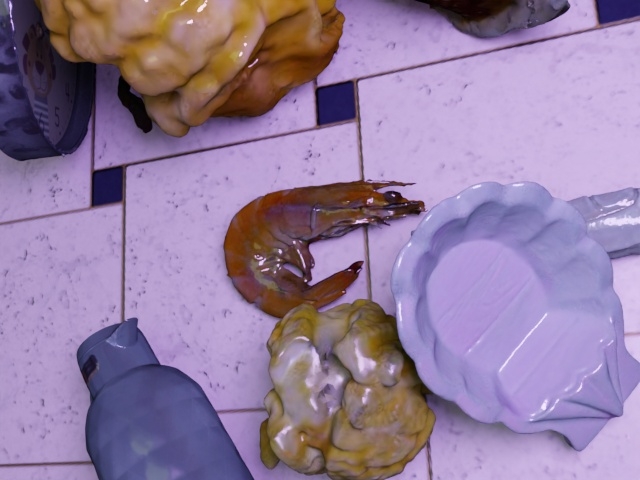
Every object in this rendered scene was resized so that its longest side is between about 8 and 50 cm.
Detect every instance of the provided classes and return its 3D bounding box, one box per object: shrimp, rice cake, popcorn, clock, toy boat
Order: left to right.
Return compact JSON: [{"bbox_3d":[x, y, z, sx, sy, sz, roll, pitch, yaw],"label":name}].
[{"bbox_3d":[-0.342,-0.250,0.893,0.061,0.312,0.313,-1,77,-1],"label":"clock"},{"bbox_3d":[-0.160,-0.272,0.836,0.381,0.348,0.349,-36,62,52],"label":"popcorn"},{"bbox_3d":[0.000,0.000,0.835,0.248,0.068,0.150,-22,84,21],"label":"shrimp"},{"bbox_3d":[0.023,0.149,0.733,0.187,0.167,0.186,13,89,28],"label":"popcorn"},{"bbox_3d":[0.172,0.068,0.674,0.199,0.100,0.290,-46,109,-3],"label":"toy boat"},{"bbox_3d":[0.256,-0.009,0.735,0.336,0.063,0.066,-12,82,17],"label":"rice cake"}]

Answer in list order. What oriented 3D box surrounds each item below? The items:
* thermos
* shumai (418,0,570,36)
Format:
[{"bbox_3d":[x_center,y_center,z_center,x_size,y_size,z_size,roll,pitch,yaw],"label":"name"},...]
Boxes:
[{"bbox_3d":[-0.182,0.232,0.819,0.287,0.144,0.182,55,133,24],"label":"thermos"},{"bbox_3d":[0.144,-0.359,0.787,0.292,0.330,0.288,-36,107,5],"label":"shumai"}]
